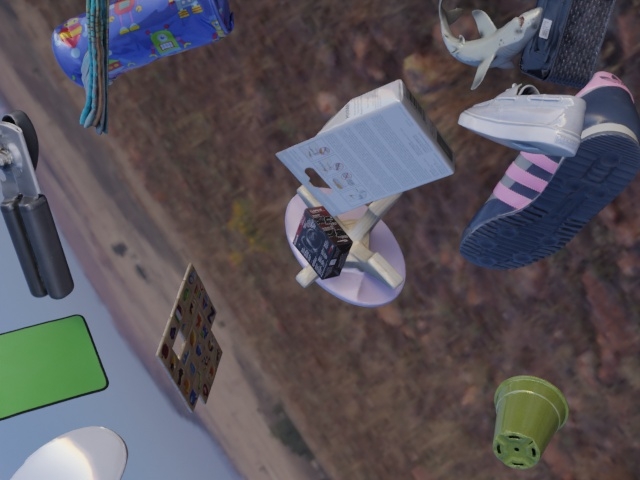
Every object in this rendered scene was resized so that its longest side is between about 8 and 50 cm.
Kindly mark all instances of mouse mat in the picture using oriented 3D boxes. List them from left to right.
[{"bbox_3d":[-0.429,0.189,1.614,0.007,0.190,0.152,99,149,-48],"label":"mouse mat"}]

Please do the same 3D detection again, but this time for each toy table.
[{"bbox_3d":[0.047,0.001,2.008,0.274,0.252,0.161,34,169,6],"label":"toy table"}]

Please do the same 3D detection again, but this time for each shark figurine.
[{"bbox_3d":[0.292,-0.345,1.924,0.116,0.166,0.278,18,-172,-35],"label":"shark figurine"}]

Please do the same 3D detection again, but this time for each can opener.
[{"bbox_3d":[-0.423,-0.053,1.604,0.076,0.095,0.283,3,118,30],"label":"can opener"}]

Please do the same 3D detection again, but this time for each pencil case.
[{"bbox_3d":[-0.288,-0.345,1.769,0.119,0.306,0.133,-93,-22,-44],"label":"pencil case"}]

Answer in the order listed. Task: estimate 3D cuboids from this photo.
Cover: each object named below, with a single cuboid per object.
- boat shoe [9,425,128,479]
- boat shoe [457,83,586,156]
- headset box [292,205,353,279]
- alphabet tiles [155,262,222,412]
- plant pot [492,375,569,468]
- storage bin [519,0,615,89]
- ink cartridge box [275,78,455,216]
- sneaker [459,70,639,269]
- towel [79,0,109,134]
[{"bbox_3d":[-0.350,0.351,1.327,0.108,0.301,0.102,39,174,8],"label":"boat shoe"},{"bbox_3d":[0.205,-0.129,1.098,0.066,0.063,0.184,21,-179,-20],"label":"boat shoe"},{"bbox_3d":[0.000,0.000,1.400,0.083,0.032,0.062,51,136,35],"label":"headset box"},{"bbox_3d":[-0.230,0.189,1.956,0.237,0.009,0.198,72,-153,-49],"label":"alphabet tiles"},{"bbox_3d":[0.220,0.202,1.160,0.083,0.079,0.083,11,124,17],"label":"plant pot"},{"bbox_3d":[0.427,-0.365,1.867,0.122,0.084,0.180,-128,50,-65],"label":"storage bin"},{"bbox_3d":[0.074,-0.144,1.740,0.189,0.232,0.066,46,-142,-41],"label":"ink cartridge box"},{"bbox_3d":[0.281,-0.077,1.316,0.112,0.131,0.319,22,143,-18],"label":"sneaker"},{"bbox_3d":[-0.307,-0.362,1.469,0.271,0.040,0.370,-114,27,-62],"label":"towel"}]
